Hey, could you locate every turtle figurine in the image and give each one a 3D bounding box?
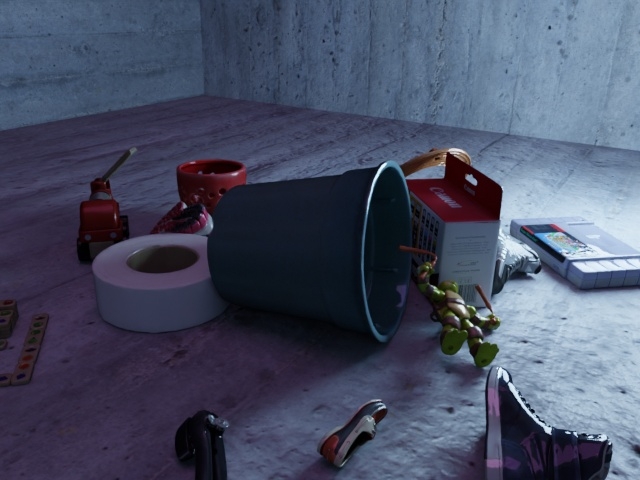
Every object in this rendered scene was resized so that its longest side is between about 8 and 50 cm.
[{"bbox_3d":[0.246,0.132,1.120,0.269,0.087,0.217,37,24,-20],"label":"turtle figurine"}]

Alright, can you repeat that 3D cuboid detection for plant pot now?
[{"bbox_3d":[-0.302,-0.127,1.650,0.191,0.174,0.191,1,23,0],"label":"plant pot"},{"bbox_3d":[-0.018,0.015,1.169,0.334,0.341,0.341,2,21,24],"label":"plant pot"}]

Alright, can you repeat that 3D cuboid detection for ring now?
[{"bbox_3d":[0.243,-0.137,1.561,0.336,0.336,0.032,-12,63,-29],"label":"ring"}]

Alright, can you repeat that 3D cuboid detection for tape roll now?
[{"bbox_3d":[-0.328,0.080,1.246,0.286,0.100,0.286,1,22,0],"label":"tape roll"}]

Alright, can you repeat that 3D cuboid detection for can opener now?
[{"bbox_3d":[-0.151,0.301,0.798,0.059,0.073,0.186,34,9,-30],"label":"can opener"}]

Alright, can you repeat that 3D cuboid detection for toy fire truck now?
[{"bbox_3d":[-0.530,-0.098,1.472,0.158,0.246,0.217,-5,23,-15],"label":"toy fire truck"}]

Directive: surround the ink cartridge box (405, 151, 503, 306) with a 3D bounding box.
[{"bbox_3d":[0.275,-0.036,1.338,0.130,0.272,0.309,-3,22,-11],"label":"ink cartridge box"}]

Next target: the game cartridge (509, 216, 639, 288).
[{"bbox_3d":[0.666,0.018,1.514,0.230,0.068,0.355,1,22,-12],"label":"game cartridge"}]

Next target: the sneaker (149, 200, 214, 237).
[{"bbox_3d":[-0.340,-0.020,1.490,0.121,0.112,0.299,-50,27,-16],"label":"sneaker"}]

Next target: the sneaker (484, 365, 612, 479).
[{"bbox_3d":[0.314,0.267,0.827,0.163,0.086,0.226,-3,30,17],"label":"sneaker"}]

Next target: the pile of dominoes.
[{"bbox_3d":[-0.610,0.182,1.059,0.196,0.040,0.251,-5,23,-15],"label":"pile of dominoes"}]

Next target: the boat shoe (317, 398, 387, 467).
[{"bbox_3d":[0.056,0.279,0.854,0.043,0.049,0.137,25,34,38],"label":"boat shoe"}]

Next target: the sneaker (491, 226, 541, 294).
[{"bbox_3d":[0.456,0.058,1.375,0.132,0.086,0.229,24,40,1],"label":"sneaker"}]
